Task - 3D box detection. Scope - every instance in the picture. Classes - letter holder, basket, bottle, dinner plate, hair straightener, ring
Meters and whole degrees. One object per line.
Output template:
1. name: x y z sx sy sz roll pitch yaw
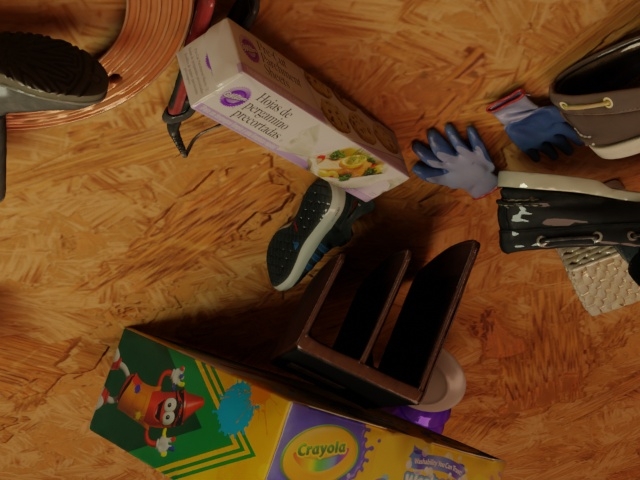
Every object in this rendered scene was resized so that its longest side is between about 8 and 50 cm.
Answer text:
1. letter holder: 0.062 0.079 1.272 0.152 0.214 0.302 26 168 -3
2. basket: 0.373 0.016 1.358 0.113 0.103 0.167 -22 145 14
3. bottle: 0.149 0.306 1.749 0.118 0.092 0.283 7 143 -18
4. dinner plate: 0.157 0.214 1.602 0.141 0.017 0.141 13 124 20
5. hair straightener: -0.095 -0.158 0.999 0.089 0.047 0.230 3 142 -21
6. ring: -0.278 -0.211 0.882 0.337 0.032 0.336 -7 147 -5

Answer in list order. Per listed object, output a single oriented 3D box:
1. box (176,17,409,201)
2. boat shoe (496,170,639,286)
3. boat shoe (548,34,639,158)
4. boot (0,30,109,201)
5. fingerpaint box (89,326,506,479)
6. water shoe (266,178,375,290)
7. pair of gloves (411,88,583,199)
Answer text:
1. box: -0.014 -0.118 1.025 0.063 0.067 0.324 -29 152 22
2. boat shoe: 0.367 -0.003 1.195 0.340 0.113 0.127 9 -179 -7
3. boat shoe: 0.369 -0.175 1.002 0.097 0.116 0.324 36 149 -23
4. boot: -0.299 -0.098 0.953 0.190 0.076 0.208 12 137 -8
5. fingerpaint box: -0.029 0.289 1.428 0.371 0.163 0.445 14 173 47
6. water shoe: 0.000 0.000 1.252 0.080 0.073 0.203 2 148 -28
7. pair of gloves: 0.209 -0.112 1.189 0.198 0.023 0.159 -29 145 27
